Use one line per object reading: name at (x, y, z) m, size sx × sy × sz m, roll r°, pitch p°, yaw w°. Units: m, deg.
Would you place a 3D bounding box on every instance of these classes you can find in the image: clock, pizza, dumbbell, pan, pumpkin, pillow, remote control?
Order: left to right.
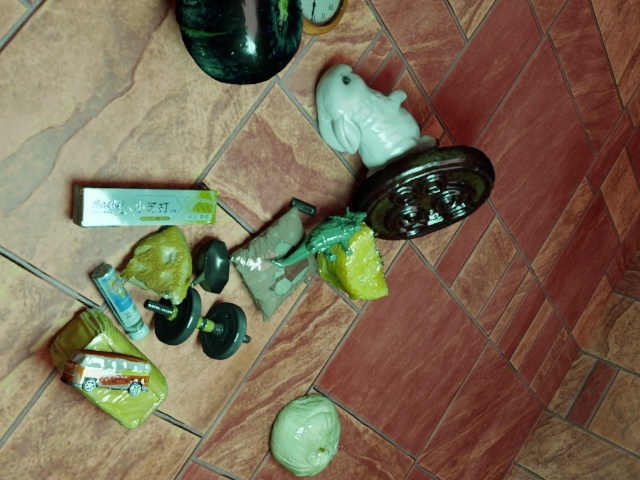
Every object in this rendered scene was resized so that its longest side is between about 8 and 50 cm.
pizza at (-0.362, 0.065, 1.429) m, size 0.161 × 0.182 × 0.062 m, roll -10°, pitch 154°, yaw -21°
dumbbell at (-0.283, 0.195, 1.526) m, size 0.325 × 0.143 × 0.143 m, roll 30°, pitch 85°, yaw -44°
pan at (-0.271, 0.057, 1.501) m, size 0.202 × 0.048 × 0.129 m, roll 33°, pitch 57°, yaw -72°
pumpkin at (-0.173, -0.479, 1.311) m, size 0.315 × 0.238 × 0.316 m, roll -34°, pitch 129°, yaw -57°
pillow at (-0.109, 0.061, 1.672) m, size 0.236 × 0.084 × 0.223 m, roll -42°, pitch 129°, yaw -23°
remote control at (-0.045, -0.089, 1.722) m, size 0.091 × 0.016 × 0.034 m, roll 21°, pitch 96°, yaw -44°
clock at (-0.012, -0.594, 1.534) m, size 0.205 × 0.051 × 0.206 m, roll -18°, pitch 117°, yaw -38°

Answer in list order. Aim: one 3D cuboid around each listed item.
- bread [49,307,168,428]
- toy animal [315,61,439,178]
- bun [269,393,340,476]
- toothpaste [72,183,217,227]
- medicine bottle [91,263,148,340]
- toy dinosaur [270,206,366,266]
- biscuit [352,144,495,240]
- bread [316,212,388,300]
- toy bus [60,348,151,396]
bread at (-0.457, 0.291, 1.422) m, size 0.152 × 0.119 × 0.288 m, roll -44°, pitch 129°, yaw -17°
toy animal at (0.124, -0.297, 1.696) m, size 0.357 × 0.194 × 0.258 m, roll 25°, pitch 99°, yaw -32°
bun at (-0.026, 0.578, 1.903) m, size 0.243 × 0.153 × 0.244 m, roll -21°, pitch 120°, yaw -40°
toothpaste at (-0.374, -0.075, 1.397) m, size 0.312 × 0.071 × 0.089 m, roll -2°, pitch 103°, yaw -41°
medicine bottle at (-0.442, 0.139, 1.426) m, size 0.051 × 0.051 × 0.191 m, roll -38°, pitch 129°, yaw -26°
toy dinosaur at (0.014, 0.007, 1.645) m, size 0.292 × 0.120 × 0.079 m, roll -43°, pitch 144°, yaw -31°
biscuit at (0.288, -0.115, 1.782) m, size 0.407 × 0.407 × 0.091 m, roll 13°, pitch 55°, yaw -44°
bread at (0.078, 0.066, 1.796) m, size 0.147 × 0.160 × 0.261 m, roll -32°, pitch 127°, yaw -24°
toy bus at (-0.432, 0.266, 1.309) m, size 0.174 × 0.079 × 0.077 m, roll 20°, pitch 82°, yaw -43°
